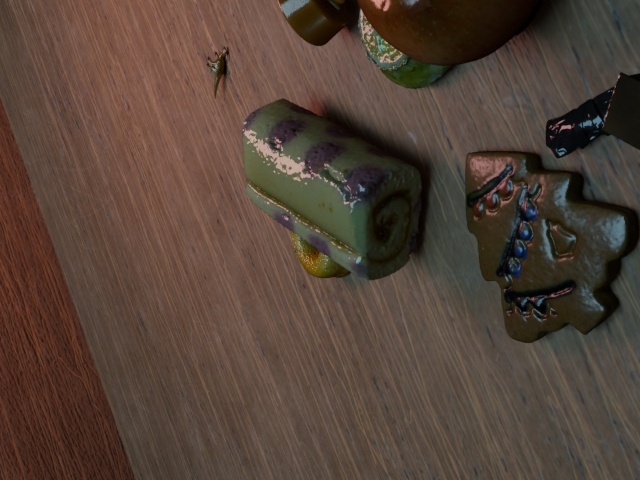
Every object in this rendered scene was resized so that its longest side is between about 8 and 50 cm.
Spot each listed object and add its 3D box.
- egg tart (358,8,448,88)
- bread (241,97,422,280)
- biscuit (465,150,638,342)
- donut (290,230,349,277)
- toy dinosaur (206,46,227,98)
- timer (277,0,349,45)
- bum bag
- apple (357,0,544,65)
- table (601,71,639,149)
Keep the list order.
[{"bbox_3d":[0.122,-0.309,1.305,0.197,0.078,0.197,30,129,46],"label":"egg tart"},{"bbox_3d":[0.012,-0.094,1.478,0.338,0.155,0.187,33,137,42],"label":"bread"},{"bbox_3d":[0.282,-0.004,1.223,0.301,0.043,0.278,54,141,28],"label":"biscuit"},{"bbox_3d":[0.000,0.000,1.621,0.152,0.058,0.151,26,122,51],"label":"donut"},{"bbox_3d":[-0.212,-0.342,1.813,0.041,0.026,0.113,36,123,22],"label":"toy dinosaur"},{"bbox_3d":[0.026,-0.395,1.398,0.152,0.132,0.132,-26,80,31],"label":"timer"},{"bbox_3d":[0.326,-0.143,1.113,0.124,0.034,0.057,-32,62,54],"label":"bum bag"},{"bbox_3d":[0.154,-0.358,1.110,0.251,0.206,0.271,42,126,31],"label":"apple"},{"bbox_3d":[0.378,-0.142,0.995,0.083,0.082,0.070,40,133,41],"label":"table"}]
